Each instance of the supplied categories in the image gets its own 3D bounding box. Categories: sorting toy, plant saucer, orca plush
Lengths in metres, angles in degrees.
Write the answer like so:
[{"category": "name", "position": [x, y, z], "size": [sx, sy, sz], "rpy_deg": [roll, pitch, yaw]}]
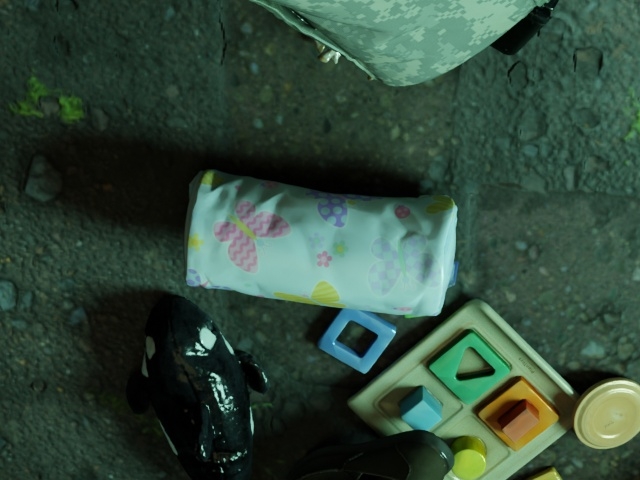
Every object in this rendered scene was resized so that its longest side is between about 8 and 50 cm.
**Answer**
[{"category": "sorting toy", "position": [0.154, 0.179, 2.023], "size": [0.196, 0.047, 0.347], "rpy_deg": [-40, 107, 22]}, {"category": "plant saucer", "position": [0.299, 0.179, 2.011], "size": [0.083, 0.013, 0.083], "rpy_deg": [-7, 119, -12]}, {"category": "orca plush", "position": [-0.136, 0.206, 2.037], "size": [0.151, 0.102, 0.287], "rpy_deg": [7, 117, 3]}]

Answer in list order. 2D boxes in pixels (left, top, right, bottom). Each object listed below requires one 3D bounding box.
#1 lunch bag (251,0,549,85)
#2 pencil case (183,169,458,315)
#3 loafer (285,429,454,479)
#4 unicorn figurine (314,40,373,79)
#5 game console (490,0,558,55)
[{"category": "lunch bag", "position": [0.054, -0.273, 1.638], "size": [0.256, 0.212, 0.305], "rpy_deg": [-49, 147, 11]}, {"category": "pencil case", "position": [0.000, 0.000, 1.910], "size": [0.273, 0.113, 0.124], "rpy_deg": [6, 77, 3]}, {"category": "loafer", "position": [0.036, 0.257, 2.036], "size": [0.220, 0.078, 0.080], "rpy_deg": [-26, 112, 39]}, {"category": "unicorn figurine", "position": [0.036, -0.215, 1.837], "size": [0.162, 0.060, 0.111], "rpy_deg": [15, 112, -18]}, {"category": "game console", "position": [0.163, -0.249, 1.826], "size": [0.122, 0.071, 0.107], "rpy_deg": [31, 146, -9]}]
